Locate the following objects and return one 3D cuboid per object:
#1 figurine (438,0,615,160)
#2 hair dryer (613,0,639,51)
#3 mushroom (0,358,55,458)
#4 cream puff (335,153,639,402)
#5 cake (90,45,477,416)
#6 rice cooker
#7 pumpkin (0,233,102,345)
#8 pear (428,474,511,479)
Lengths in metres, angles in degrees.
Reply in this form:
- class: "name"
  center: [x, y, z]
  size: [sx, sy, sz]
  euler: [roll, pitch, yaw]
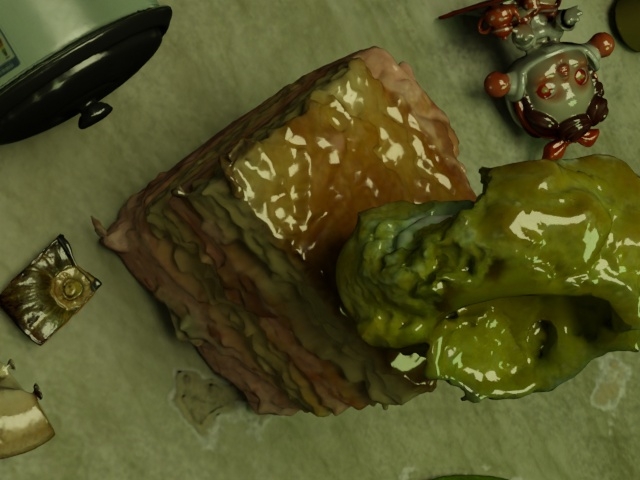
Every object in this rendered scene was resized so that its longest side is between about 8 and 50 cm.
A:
- class: "figurine"
  center: [0.288, -0.213, 1.590]
  size: [0.183, 0.160, 0.226]
  euler: [-23, 101, -30]
- class: "hair dryer"
  center: [0.557, -0.329, 1.777]
  size: [0.279, 0.135, 0.090]
  euler: [-7, 85, -41]
- class: "mushroom"
  center: [-0.382, 0.109, 1.139]
  size: [0.151, 0.156, 0.285]
  euler: [-40, 90, -17]
- class: "cream puff"
  center: [0.157, 0.039, 1.038]
  size: [0.282, 0.282, 0.185]
  euler: [-5, 82, -31]
- class: "cake"
  center: [0.000, 0.000, 1.285]
  size: [0.293, 0.307, 0.314]
  euler: [-42, 102, -32]
- class: "rice cooker"
  center: [-0.278, -0.211, 1.201]
  size: [0.281, 0.241, 0.227]
  euler: [-33, 94, 5]
- class: "pumpkin"
  center: [-0.278, 0.053, 1.270]
  size: [0.073, 0.035, 0.101]
  euler: [46, 65, -2]
- class: "pear"
  center: [0.194, 0.379, 1.433]
  size: [0.239, 0.139, 0.288]
  euler: [40, 62, -8]
